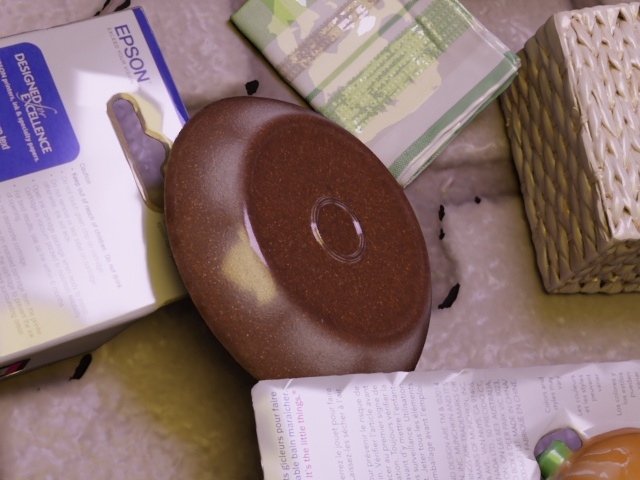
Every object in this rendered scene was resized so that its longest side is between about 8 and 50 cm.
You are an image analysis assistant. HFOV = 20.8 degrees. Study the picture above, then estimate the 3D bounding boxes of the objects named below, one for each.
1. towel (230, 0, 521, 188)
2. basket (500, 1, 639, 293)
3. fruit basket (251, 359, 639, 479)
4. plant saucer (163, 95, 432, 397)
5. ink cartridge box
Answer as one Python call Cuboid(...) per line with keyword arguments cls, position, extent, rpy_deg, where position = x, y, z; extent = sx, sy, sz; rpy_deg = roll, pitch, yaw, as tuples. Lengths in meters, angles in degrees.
Cuboid(cls="towel", position=(0.035, -0.121, 1.073), extent=(0.113, 0.023, 0.152), rpy_deg=(-45, 88, -6))
Cuboid(cls="basket", position=(0.186, -0.055, 1.077), extent=(0.103, 0.113, 0.167), rpy_deg=(-5, 71, -20))
Cuboid(cls="fruit basket", position=(0.147, 0.225, 0.935), extent=(0.353, 0.165, 0.327), rpy_deg=(-4, 70, -16))
Cuboid(cls="plant saucer", position=(0.000, 0.000, 0.984), extent=(0.198, 0.036, 0.198), rpy_deg=(27, 49, -35))
Cuboid(cls="ink cartridge box", position=(-0.236, 0.002, 0.923), extent=(0.371, 0.069, 0.175), rpy_deg=(-18, 78, -23))
